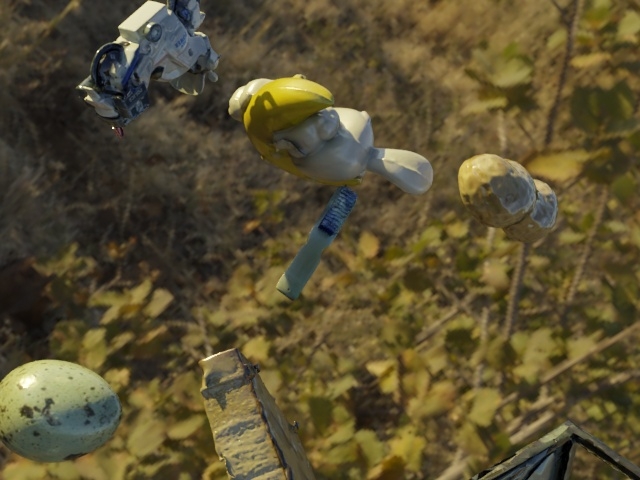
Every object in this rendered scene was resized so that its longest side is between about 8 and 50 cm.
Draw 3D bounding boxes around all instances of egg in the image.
[{"bbox_3d":[-0.218,0.141,0.945,0.085,0.110,0.085,-3,90,-84],"label":"egg"}]

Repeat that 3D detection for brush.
[{"bbox_3d":[0.000,0.000,1.494,0.033,0.030,0.178,37,63,-11],"label":"brush"}]

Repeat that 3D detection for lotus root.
[{"bbox_3d":[-0.049,0.247,1.184,0.170,0.075,0.260,41,29,-74],"label":"lotus root"}]

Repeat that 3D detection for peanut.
[{"bbox_3d":[0.264,-0.055,1.555,0.228,0.086,0.104,25,53,-50],"label":"peanut"}]

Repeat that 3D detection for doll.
[{"bbox_3d":[0.001,-0.141,1.560,0.237,0.252,0.111,44,62,-35],"label":"doll"}]

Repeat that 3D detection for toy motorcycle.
[{"bbox_3d":[-0.210,-0.221,1.442,0.102,0.150,0.221,20,52,29],"label":"toy motorcycle"}]

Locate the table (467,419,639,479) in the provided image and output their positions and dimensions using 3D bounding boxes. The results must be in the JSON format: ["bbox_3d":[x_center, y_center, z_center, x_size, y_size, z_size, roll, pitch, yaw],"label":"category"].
[{"bbox_3d":[0.296,0.448,1.327,0.222,0.335,0.272,-20,39,-34],"label":"table"}]
